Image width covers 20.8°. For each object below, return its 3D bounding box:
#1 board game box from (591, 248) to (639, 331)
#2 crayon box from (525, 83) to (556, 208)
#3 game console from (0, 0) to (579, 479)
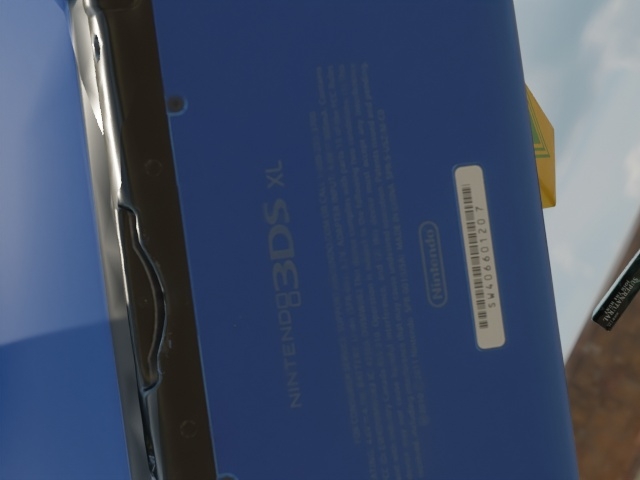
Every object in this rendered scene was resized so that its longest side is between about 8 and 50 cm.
[{"bbox_3d":[0.365,0.016,1.928,0.186,0.026,0.126,-55,-8,7],"label":"board game box"},{"bbox_3d":[0.021,-0.112,1.767,0.313,0.363,0.106,47,-140,-54],"label":"crayon box"},{"bbox_3d":[-0.050,0.022,0.732,0.173,0.250,0.293,171,91,-72],"label":"game console"}]
